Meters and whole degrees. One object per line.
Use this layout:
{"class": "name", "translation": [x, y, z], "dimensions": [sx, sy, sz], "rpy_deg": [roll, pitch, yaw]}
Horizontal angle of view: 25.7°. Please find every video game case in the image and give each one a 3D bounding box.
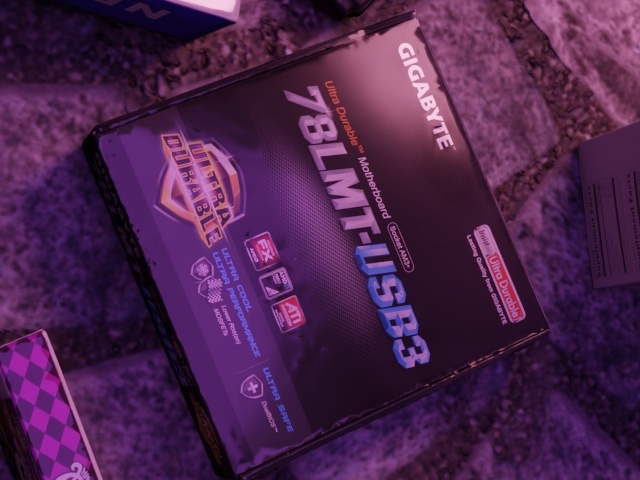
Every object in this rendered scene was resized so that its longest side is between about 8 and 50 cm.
{"class": "video game case", "translation": [-0.178, 0.180, 0.967], "dimensions": [0.042, 0.210, 0.232], "rpy_deg": [-21, 90, -19]}

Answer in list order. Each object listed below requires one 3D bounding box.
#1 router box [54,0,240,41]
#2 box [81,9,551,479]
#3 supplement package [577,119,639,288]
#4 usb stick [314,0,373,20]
{"class": "router box", "translation": [-0.203, -0.340, 1.053], "dimensions": [0.335, 0.082, 0.301], "rpy_deg": [12, 79, -32]}
{"class": "box", "translation": [0.000, 0.000, 1.123], "dimensions": [0.293, 0.073, 0.295], "rpy_deg": [-22, 91, -18]}
{"class": "supplement package", "translation": [0.330, -0.039, 1.141], "dimensions": [0.139, 0.244, 0.133], "rpy_deg": [-3, 85, -19]}
{"class": "usb stick", "translation": [0.084, -0.303, 1.202], "dimensions": [0.077, 0.045, 0.278], "rpy_deg": [44, 73, -9]}
